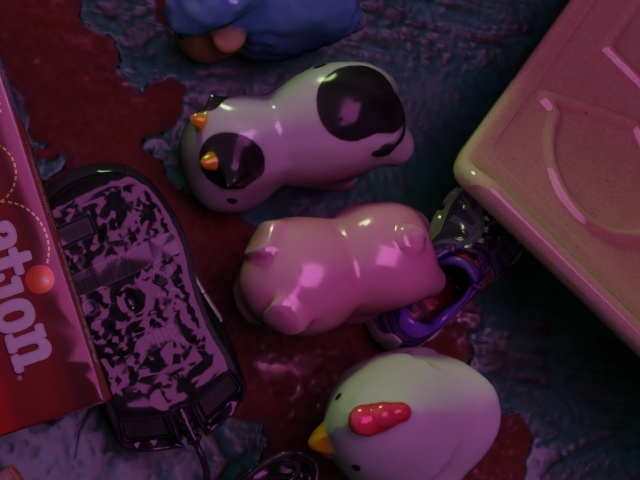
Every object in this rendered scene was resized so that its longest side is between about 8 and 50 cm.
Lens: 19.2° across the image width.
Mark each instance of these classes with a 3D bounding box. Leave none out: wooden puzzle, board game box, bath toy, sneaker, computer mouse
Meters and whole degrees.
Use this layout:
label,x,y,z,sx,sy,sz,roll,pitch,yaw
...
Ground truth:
label,x,y,z,sx,sy,sz,roll,pitch,yaw
wooden puzzle,0.262,-0.031,1.331,0.322,0.080,0.348,44,50,-9
board game box,-0.240,-0.013,1.161,0.145,0.027,0.281,-18,88,1
bath toy,0.000,0.000,1.204,0.151,0.129,0.348,-24,76,20
sneaker,0.103,0.012,1.293,0.068,0.071,0.170,43,69,-10
computer mouse,-0.135,0.094,1.204,0.184,0.060,0.262,-30,90,-4
